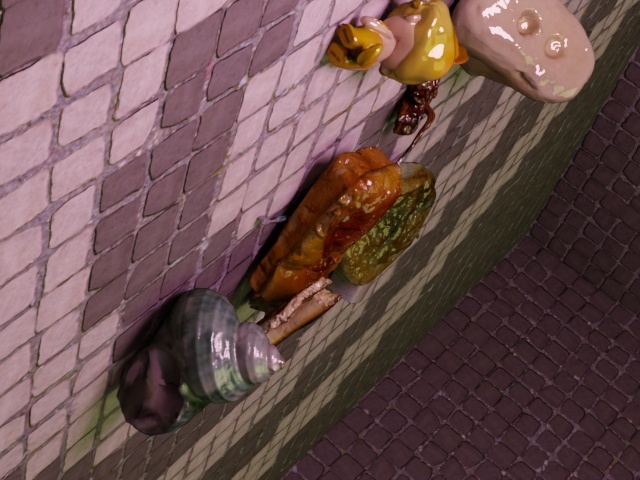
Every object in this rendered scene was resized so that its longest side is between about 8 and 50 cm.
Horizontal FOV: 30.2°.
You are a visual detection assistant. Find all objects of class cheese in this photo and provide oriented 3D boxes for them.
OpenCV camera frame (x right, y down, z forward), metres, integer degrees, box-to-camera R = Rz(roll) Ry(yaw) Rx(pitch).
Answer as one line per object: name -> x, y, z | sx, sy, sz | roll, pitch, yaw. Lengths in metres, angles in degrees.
cheese -> 0.338, -0.355, 2.024 | 0.174, 0.251, 0.248 | -52, 150, -1

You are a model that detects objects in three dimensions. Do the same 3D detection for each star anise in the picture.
star anise -> 0.162, -0.216, 2.075 | 0.191, 0.070, 0.097 | -61, 177, -10

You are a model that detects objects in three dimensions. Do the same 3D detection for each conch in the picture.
conch -> -0.182, 0.179, 1.792 | 0.195, 0.277, 0.220 | 53, 37, -59

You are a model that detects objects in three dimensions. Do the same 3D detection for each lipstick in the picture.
lipstick -> 0.108, 0.005, 2.439 | 0.253, 0.079, 0.077 | -61, 161, 17

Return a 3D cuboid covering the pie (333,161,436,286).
pie -> 0.119, -0.027, 2.283 | 0.277, 0.078, 0.277 | -30, 138, -32

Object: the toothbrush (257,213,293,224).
toothbrush -> -0.067, -0.037, 1.953 | 0.011, 0.014, 0.167 | -53, 167, 15

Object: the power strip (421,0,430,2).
power strip -> 0.158, -0.426, 1.588 | 0.105, 0.070, 0.257 | -46, 165, -16

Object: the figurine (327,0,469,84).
figurine -> 0.116, -0.286, 1.718 | 0.246, 0.131, 0.156 | -17, 148, -41

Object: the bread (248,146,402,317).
bread -> -0.009, 0.008, 2.012 | 0.380, 0.109, 0.185 | -52, 168, 28

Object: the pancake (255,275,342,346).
pancake -> -0.071, 0.143, 1.947 | 0.257, 0.056, 0.212 | -37, 177, 37
